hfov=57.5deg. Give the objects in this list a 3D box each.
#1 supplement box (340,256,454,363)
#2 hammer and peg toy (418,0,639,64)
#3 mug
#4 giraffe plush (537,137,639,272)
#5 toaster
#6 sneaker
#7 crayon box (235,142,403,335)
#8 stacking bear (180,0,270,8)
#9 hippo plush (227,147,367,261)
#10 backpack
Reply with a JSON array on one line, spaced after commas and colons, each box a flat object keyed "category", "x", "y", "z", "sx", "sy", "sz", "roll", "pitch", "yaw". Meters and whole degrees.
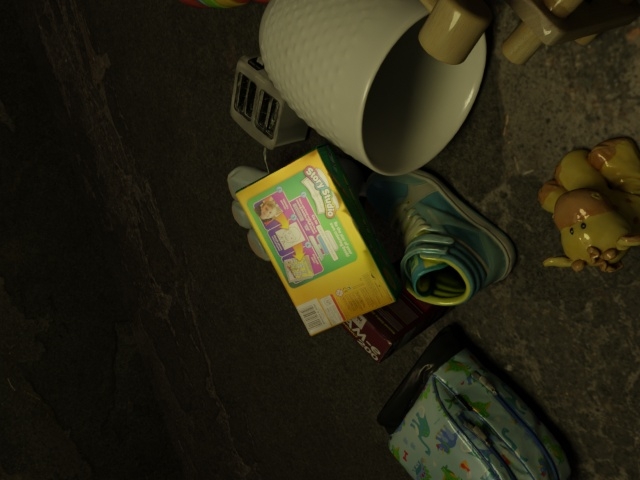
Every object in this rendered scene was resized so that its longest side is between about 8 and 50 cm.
[{"category": "supplement box", "x": 0.154, "y": 0.117, "z": 1.110, "sx": 0.130, "sy": 0.239, "sz": 0.073, "roll": 44, "pitch": 138, "yaw": 24}, {"category": "hammer and peg toy", "x": 0.223, "y": -0.341, "z": 0.689, "sx": 0.266, "sy": 0.361, "sz": 0.127, "roll": 55, "pitch": 140, "yaw": 13}, {"category": "mug", "x": 0.071, "y": -0.277, "z": 1.007, "sx": 0.328, "sy": 0.276, "sz": 0.374, "roll": 40, "pitch": 166, "yaw": 35}, {"category": "giraffe plush", "x": 0.389, "y": -0.025, "z": 0.822, "sx": 0.210, "sy": 0.170, "sz": 0.181, "roll": 45, "pitch": 137, "yaw": 22}, {"category": "toaster", "x": -0.103, "y": -0.305, "z": 1.280, "sx": 0.168, "sy": 0.110, "sz": 0.186, "roll": 43, "pitch": 137, "yaw": 26}, {"category": "sneaker", "x": 0.171, "y": -0.012, "z": 1.031, "sx": 0.319, "sy": 0.208, "sz": 0.127, "roll": 36, "pitch": 131, "yaw": 23}, {"category": "crayon box", "x": 0.000, "y": 0.000, "z": 0.972, "sx": 0.165, "sy": 0.081, "sz": 0.278, "roll": -25, "pitch": 95, "yaw": 22}, {"category": "stacking bear", "x": -0.181, "y": -0.558, "z": 1.205, "sx": 0.289, "sy": 0.164, "sz": 0.175, "roll": 23, "pitch": 126, "yaw": 35}, {"category": "hippo plush", "x": -0.037, "y": -0.105, "z": 1.216, "sx": 0.234, "sy": 0.236, "sz": 0.294, "roll": 40, "pitch": 142, "yaw": 27}, {"category": "backpack", "x": 0.293, "y": 0.396, "z": 1.127, "sx": 0.355, "sy": 0.273, "sz": 0.290, "roll": 37, "pitch": 128, "yaw": 13}]
